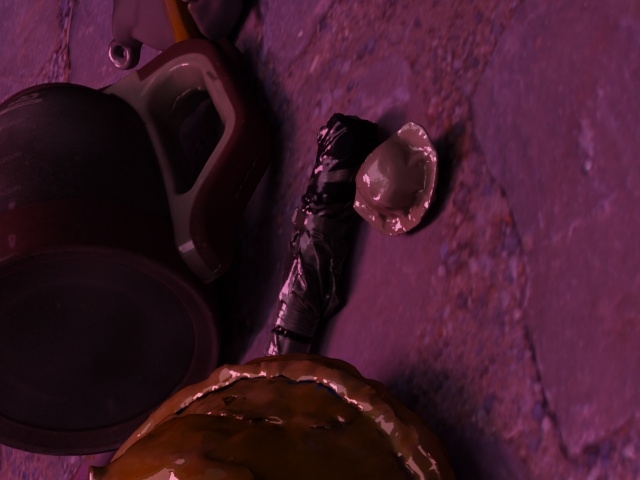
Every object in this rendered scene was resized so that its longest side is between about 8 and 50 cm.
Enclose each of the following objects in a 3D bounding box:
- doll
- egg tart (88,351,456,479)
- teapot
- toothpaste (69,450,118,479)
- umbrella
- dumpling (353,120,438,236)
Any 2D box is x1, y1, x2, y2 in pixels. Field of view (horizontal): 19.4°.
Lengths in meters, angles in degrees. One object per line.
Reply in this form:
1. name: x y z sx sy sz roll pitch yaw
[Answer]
1. doll: -0.101 -0.253 1.619 0.316 0.145 0.103 -47 5 34
2. egg tart: -0.067 0.250 1.179 0.388 0.169 0.388 -17 63 39
3. teapot: -0.177 -0.029 1.557 0.315 0.233 0.312 -30 40 16
4. toothpaste: -0.180 0.174 1.637 0.170 0.028 0.045 -56 26 30
5. umbrella: 0.000 0.000 1.358 0.050 0.046 0.188 27 101 58
6. dumpling: 0.056 -0.040 1.284 0.076 0.057 0.052 -47 -7 5
